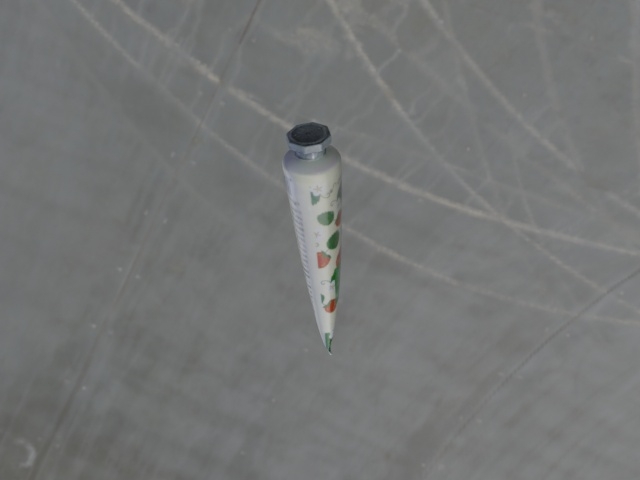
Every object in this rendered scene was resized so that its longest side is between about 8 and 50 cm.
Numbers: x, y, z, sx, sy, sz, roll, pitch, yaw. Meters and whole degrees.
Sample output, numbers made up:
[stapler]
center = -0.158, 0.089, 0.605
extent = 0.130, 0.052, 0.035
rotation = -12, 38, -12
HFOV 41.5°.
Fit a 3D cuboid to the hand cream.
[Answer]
[hand cream]
center = 0.000, 0.000, 0.911
extent = 0.059, 0.095, 0.276
rotation = -3, 131, 4
